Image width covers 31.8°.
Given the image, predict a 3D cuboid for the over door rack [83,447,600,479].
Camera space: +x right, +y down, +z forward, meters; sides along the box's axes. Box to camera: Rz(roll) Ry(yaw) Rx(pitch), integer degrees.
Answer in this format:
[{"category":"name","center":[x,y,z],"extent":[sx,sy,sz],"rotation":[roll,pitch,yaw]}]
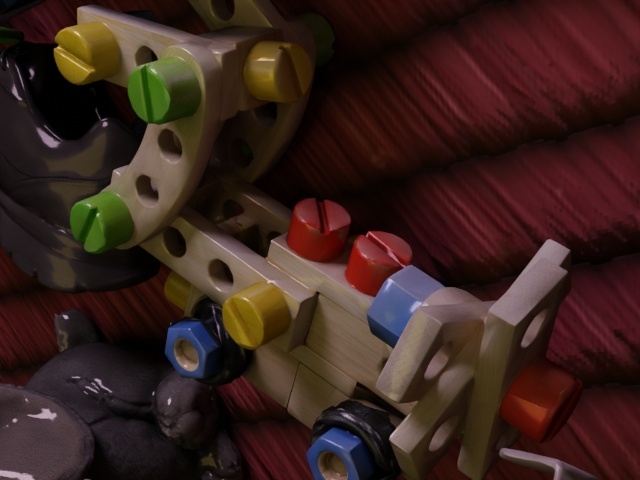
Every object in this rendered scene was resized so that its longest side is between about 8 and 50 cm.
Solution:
[{"category":"over door rack","center":[0.042,0.175,0.484],"extent":[0.324,0.240,0.108],"rotation":[-16,57,47]}]

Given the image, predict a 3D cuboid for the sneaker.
[{"category":"sneaker","center":[-0.207,-0.080,0.736],"extent":[0.286,0.109,0.130],"rotation":[27,118,23]}]

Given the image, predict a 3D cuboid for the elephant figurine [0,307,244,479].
[{"category":"elephant figurine","center":[-0.178,0.161,0.692],"extent":[0.186,0.239,0.169],"rotation":[0,106,44]}]

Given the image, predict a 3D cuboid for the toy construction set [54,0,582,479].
[{"category":"toy construction set","center":[0.000,0.000,0.536],"extent":[0.328,0.151,0.215],"rotation":[44,132,37]}]

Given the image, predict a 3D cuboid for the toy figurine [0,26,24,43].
[{"category":"toy figurine","center":[-0.266,-0.207,0.701],"extent":[0.130,0.173,0.159],"rotation":[3,98,18]}]

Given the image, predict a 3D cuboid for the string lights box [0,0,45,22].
[{"category":"string lights box","center":[-0.143,-0.206,0.564],"extent":[0.260,0.077,0.133],"rotation":[-7,115,59]}]
